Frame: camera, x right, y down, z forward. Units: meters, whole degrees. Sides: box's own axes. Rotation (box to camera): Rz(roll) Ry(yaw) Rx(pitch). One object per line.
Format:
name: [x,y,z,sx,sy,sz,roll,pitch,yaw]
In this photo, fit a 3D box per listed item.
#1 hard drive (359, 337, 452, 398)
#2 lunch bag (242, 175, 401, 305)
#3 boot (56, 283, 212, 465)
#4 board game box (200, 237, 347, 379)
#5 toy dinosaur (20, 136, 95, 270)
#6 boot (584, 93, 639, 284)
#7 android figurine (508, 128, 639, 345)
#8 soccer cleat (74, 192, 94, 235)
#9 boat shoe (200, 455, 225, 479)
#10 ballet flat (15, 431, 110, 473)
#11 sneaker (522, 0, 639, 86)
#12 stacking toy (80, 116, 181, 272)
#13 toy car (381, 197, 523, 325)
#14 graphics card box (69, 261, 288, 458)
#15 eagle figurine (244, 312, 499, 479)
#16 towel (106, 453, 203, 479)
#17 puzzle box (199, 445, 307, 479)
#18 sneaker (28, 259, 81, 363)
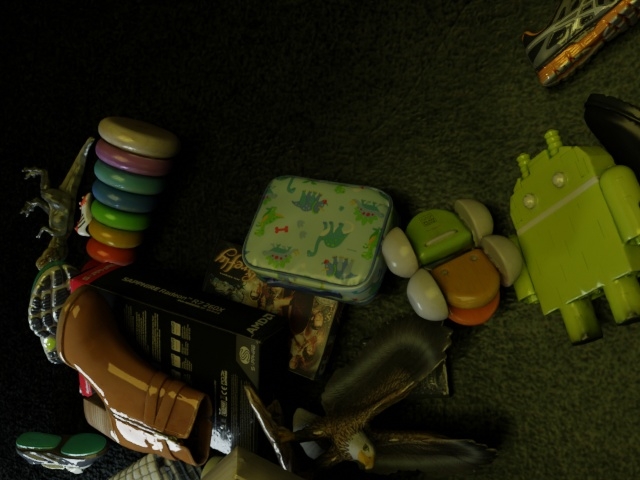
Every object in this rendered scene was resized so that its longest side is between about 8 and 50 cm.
hard drive: [0.129,0.193,1.147,0.135,0.022,0.094,-6,88,24]
lunch bag: [0.000,0.000,1.142,0.219,0.090,0.176,10,69,22]
boot: [-0.272,0.209,1.122,0.220,0.109,0.283,13,117,27]
board game box: [-0.083,0.108,1.222,0.243,0.042,0.164,17,90,24]
toy dinosaur: [-0.504,-0.079,1.418,0.118,0.064,0.268,19,97,12]
boot: [0.406,-0.050,0.976,0.247,0.094,0.207,35,100,14]
android figurine: [0.326,-0.010,0.974,0.248,0.056,0.272,-45,54,58]
soccer cleat: [-0.432,-0.047,1.403,0.036,0.029,0.083,22,103,14]
boat shoe: [-0.089,0.472,1.160,0.099,0.116,0.319,-8,111,23]
ballet flat: [-0.475,0.399,1.410,0.203,0.074,0.074,-2,90,19]
sneaker: [0.364,-0.304,1.003,0.215,0.084,0.083,-39,70,21]
stacking toy: [-0.354,-0.042,1.315,0.141,0.141,0.330,26,105,22]
toy car: [0.185,0.041,1.060,0.159,0.136,0.182,-25,52,-5]
graphics card box: [-0.231,0.191,1.217,0.371,0.094,0.232,14,115,26]
eagle figurine: [0.076,0.267,1.086,0.299,0.226,0.225,-23,43,-5]
towel: [-0.274,0.522,1.287,0.235,0.121,0.283,-35,75,19]
puzzle box: [-0.036,0.463,1.062,0.409,0.052,0.272,34,114,-23]
sneaker: [-0.472,0.119,1.329,0.110,0.107,0.275,57,148,25]
